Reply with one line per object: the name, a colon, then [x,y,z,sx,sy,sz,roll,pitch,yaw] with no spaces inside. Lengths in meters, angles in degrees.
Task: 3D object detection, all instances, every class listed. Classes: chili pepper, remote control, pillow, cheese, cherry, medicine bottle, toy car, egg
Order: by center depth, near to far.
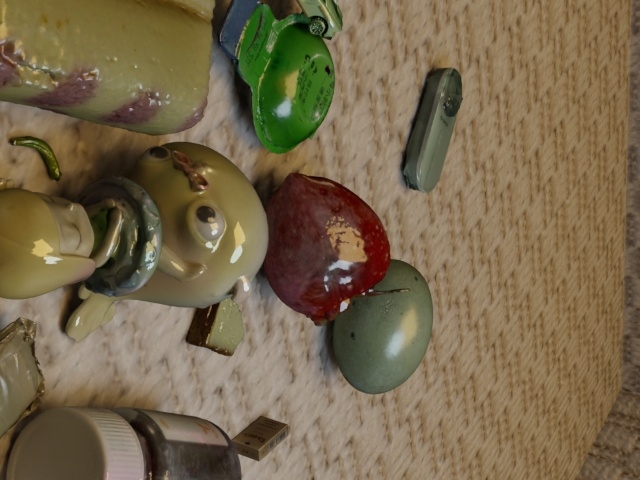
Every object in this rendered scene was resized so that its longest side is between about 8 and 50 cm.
pillow: [-0.371,0.180,1.089,0.208,0.053,0.119,-45,140,-44]
chili pepper: [-0.308,-0.094,1.134,0.030,0.017,0.083,-62,147,-22]
medicine bottle: [-0.231,0.287,1.258,0.273,0.165,0.165,26,77,-57]
toy car: [-0.022,-0.362,1.422,0.186,0.058,0.093,53,25,-31]
cheese: [-0.059,-0.240,1.441,0.320,0.083,0.204,42,66,-59]
cherry: [0.000,0.000,1.535,0.175,0.192,0.249,-101,168,-56]
egg: [0.107,0.148,1.775,0.169,0.169,0.236,7,100,-60]
remote control: [0.214,-0.210,1.946,0.104,0.052,0.247,35,69,-59]

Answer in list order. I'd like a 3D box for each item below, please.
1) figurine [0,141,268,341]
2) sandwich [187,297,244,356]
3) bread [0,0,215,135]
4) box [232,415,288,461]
figurine: [-0.244,0.017,1.155,0.394,0.226,0.274,-4,132,-54]
sandwich: [-0.141,0.109,1.472,0.093,0.036,0.105,26,77,-58]
bread: [-0.255,-0.219,1.045,0.338,0.155,0.187,5,88,-58]
box: [-0.094,0.308,1.607,0.083,0.053,0.024,-35,129,-49]
